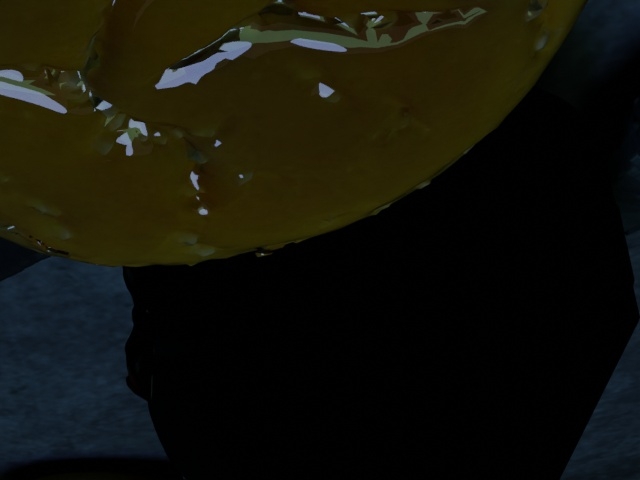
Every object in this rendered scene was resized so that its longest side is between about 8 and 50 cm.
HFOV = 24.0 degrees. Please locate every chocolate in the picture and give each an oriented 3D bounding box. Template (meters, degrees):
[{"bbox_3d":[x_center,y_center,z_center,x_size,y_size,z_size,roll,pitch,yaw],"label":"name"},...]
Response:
[{"bbox_3d":[0.000,0.000,0.676,0.224,0.206,0.177,23,-175,-29],"label":"chocolate"}]

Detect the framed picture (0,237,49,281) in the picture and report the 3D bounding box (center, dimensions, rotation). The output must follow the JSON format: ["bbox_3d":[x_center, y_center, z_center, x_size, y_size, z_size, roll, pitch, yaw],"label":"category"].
[{"bbox_3d":[-0.286,-0.026,0.653,0.255,0.014,0.338,-25,148,29],"label":"framed picture"}]

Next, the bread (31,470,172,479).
[{"bbox_3d":[-0.161,0.270,1.105,0.166,0.132,0.294,0,152,-11],"label":"bread"}]

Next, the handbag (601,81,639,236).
[{"bbox_3d":[0.250,-0.055,0.661,0.270,0.089,0.175,-7,159,0],"label":"handbag"}]

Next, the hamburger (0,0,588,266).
[{"bbox_3d":[-0.029,-0.110,0.395,0.244,0.163,0.244,-4,151,-2],"label":"hamburger"}]
